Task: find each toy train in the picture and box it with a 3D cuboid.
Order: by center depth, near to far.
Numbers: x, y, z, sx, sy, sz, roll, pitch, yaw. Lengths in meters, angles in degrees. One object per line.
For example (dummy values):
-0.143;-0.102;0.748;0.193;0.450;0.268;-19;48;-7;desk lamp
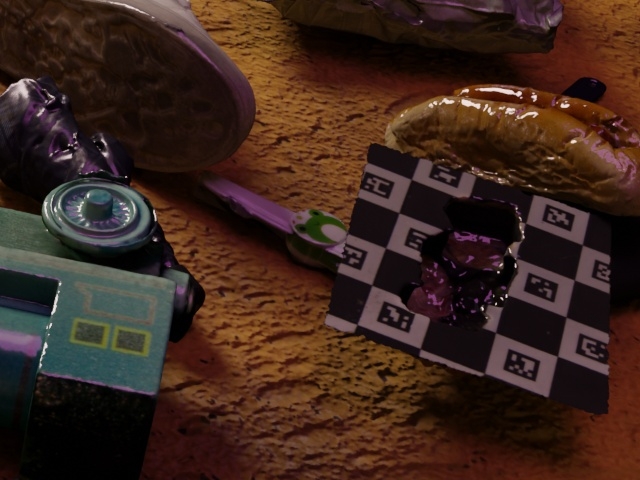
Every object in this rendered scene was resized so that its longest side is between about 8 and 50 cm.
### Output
-0.225;0.040;1.079;0.298;0.120;0.194;12;38;-6;toy train

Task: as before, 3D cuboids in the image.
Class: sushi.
0.103;0.038;1.248;0.192;0.050;0.215;18;38;-2;sushi

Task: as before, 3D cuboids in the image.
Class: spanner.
0.197;-0.106;1.563;0.046;0.012;0.208;28;35;19;spanner

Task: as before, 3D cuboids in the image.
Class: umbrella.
-0.151;-0.023;1.247;0.080;0.071;0.224;-41;60;-6;umbrella

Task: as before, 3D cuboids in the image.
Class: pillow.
0.052;-0.284;1.647;0.283;0.138;0.310;5;38;-15;pillow

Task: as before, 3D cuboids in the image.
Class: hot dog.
0.159;-0.075;1.384;0.242;0.073;0.084;15;23;36;hot dog

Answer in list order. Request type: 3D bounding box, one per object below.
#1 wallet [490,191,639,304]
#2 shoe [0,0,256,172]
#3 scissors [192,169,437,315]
0.213;-0.006;1.395;0.250;0.044;0.149;-10;38;-33;wallet
-0.144;-0.161;1.407;0.316;0.124;0.159;34;30;25;shoe
0.000;0.000;1.309;0.204;0.027;0.101;27;34;14;scissors
